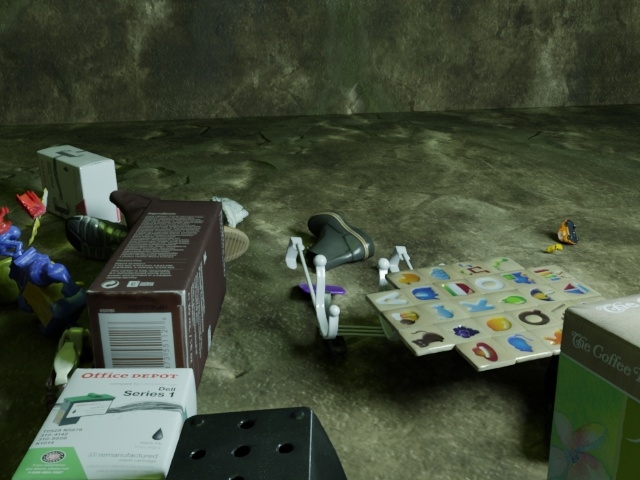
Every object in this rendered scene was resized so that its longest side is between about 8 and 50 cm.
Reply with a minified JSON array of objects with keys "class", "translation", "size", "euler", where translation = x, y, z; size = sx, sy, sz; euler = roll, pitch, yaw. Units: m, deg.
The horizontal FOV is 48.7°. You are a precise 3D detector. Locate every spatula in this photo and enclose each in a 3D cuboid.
[{"class":"spatula","translation":[0.014,0.126,1.224],"size":[0.084,0.030,0.296],"euler":[3,21,-8]}]

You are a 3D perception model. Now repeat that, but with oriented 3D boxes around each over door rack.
[{"class":"over door rack","translation":[0.085,0.063,1.226],"size":[0.239,0.108,0.324],"euler":[5,21,-16]}]

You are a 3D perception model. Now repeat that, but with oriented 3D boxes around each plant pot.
[{"class":"plant pot","translation":[-0.063,0.263,0.658],"size":[0.187,0.167,0.188],"euler":[-5,23,4]}]

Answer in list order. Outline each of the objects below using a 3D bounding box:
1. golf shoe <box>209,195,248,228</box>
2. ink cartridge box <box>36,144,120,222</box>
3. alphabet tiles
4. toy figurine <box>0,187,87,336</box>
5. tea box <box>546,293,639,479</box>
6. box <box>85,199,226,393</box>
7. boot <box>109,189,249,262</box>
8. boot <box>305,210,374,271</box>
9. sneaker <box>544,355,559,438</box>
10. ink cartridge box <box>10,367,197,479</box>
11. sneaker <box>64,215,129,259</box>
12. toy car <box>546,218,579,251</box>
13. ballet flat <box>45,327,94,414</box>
[{"class":"golf shoe","translation":[-0.209,-0.065,1.672],"size":[0.086,0.069,0.176],"euler":[0,21,-18]},{"class":"ink cartridge box","translation":[-0.584,-0.132,1.703],"size":[0.092,0.159,0.218],"euler":[-20,29,-41]},{"class":"alphabet tiles","translation":[0.255,0.095,1.040],"size":[0.342,0.011,0.285],"euler":[-7,24,-19]},{"class":"toy figurine","translation":[-0.481,0.103,1.157],"size":[0.191,0.217,0.362],"euler":[-41,0,-40]},{"class":"tea box","translation":[0.388,0.211,0.591],"size":[0.329,0.324,0.220],"euler":[-8,17,-20]},{"class":"box","translation":[-0.239,0.083,1.117],"size":[0.143,0.191,0.381],"euler":[0,22,-1]},{"class":"boot","translation":[-0.288,-0.041,1.461],"size":[0.248,0.090,0.207],"euler":[3,30,-44]},{"class":"boot","translation":[0.000,0.000,1.499],"size":[0.137,0.077,0.198],"euler":[-21,28,-32]},{"class":"sneaker","translation":[0.383,0.206,0.970],"size":[0.124,0.107,0.283],"euler":[24,28,10]},{"class":"ink cartridge box","translation":[-0.241,0.243,0.834],"size":[0.160,0.093,0.219],"euler":[0,22,-2]},{"class":"sneaker","translation":[-0.419,-0.007,1.512],"size":[0.228,0.086,0.132],"euler":[18,21,16]},{"class":"toy car","translation":[0.522,-0.010,1.551],"size":[0.122,0.060,0.040],"euler":[-12,-8,-44]},{"class":"ballet flat","translation":[-0.357,0.175,1.026],"size":[0.077,0.079,0.221],"euler":[-5,21,-10]}]
